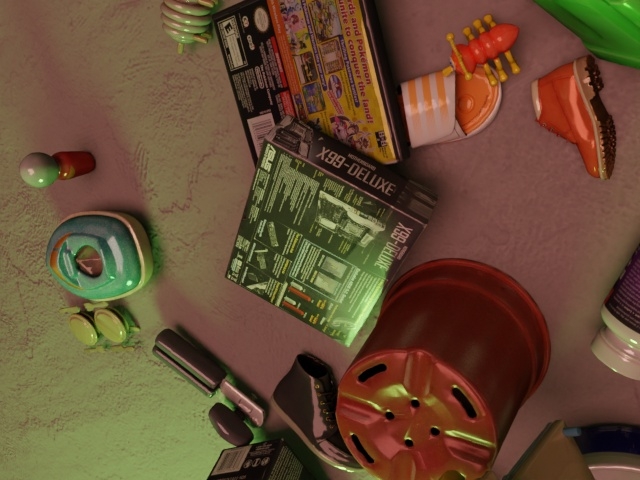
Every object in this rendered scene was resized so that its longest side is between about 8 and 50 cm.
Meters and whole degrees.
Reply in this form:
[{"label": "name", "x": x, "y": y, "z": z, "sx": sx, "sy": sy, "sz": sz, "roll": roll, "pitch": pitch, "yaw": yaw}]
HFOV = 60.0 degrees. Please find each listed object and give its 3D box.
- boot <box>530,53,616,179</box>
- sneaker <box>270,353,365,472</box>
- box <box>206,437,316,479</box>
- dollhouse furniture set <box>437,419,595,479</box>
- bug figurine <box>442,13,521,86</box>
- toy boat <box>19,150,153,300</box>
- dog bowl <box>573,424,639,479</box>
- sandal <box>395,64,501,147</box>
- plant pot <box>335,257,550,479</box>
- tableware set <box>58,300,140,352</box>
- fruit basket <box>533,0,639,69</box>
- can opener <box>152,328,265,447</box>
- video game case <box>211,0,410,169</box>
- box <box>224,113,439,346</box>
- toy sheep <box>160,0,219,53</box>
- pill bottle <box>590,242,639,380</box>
[{"label": "boot", "x": 0.327, "y": -0.148, "z": 0.716, "sx": 0.085, "sy": 0.059, "sz": 0.157, "roll": -13, "pitch": 99, "yaw": 43}, {"label": "sneaker", "x": 0.016, "y": 0.308, "z": 0.986, "sx": 0.222, "sy": 0.083, "sz": 0.118, "roll": 34, "pitch": 117, "yaw": 16}, {"label": "box", "x": -0.081, "y": 0.521, "z": 1.027, "sx": 0.165, "sy": 0.143, "sz": 0.270, "roll": -21, "pitch": 111, "yaw": 30}, {"label": "dollhouse furniture set", "x": 0.253, "y": 0.347, "z": 0.652, "sx": 0.198, "sy": 0.286, "sz": 0.303, "roll": -30, "pitch": 86, "yaw": 46}, {"label": "bug figurine", "x": 0.200, "y": -0.348, "z": 0.688, "sx": 0.216, "sy": 0.072, "sz": 0.278, "roll": -30, "pitch": 86, "yaw": 23}, {"label": "toy boat", "x": -0.483, "y": -0.024, "z": 1.106, "sx": 0.268, "sy": 0.148, "sz": 0.318, "roll": -11, "pitch": 100, "yaw": 29}, {"label": "dog bowl", "x": 0.433, "y": 0.402, "z": 0.779, "sx": 0.265, "sy": 0.104, "sz": 0.264, "roll": 7, "pitch": 107, "yaw": 25}, {"label": "sandal", "x": 0.123, "y": -0.174, "z": 0.794, "sx": 0.266, "sy": 0.076, "sz": 0.101, "roll": -11, "pitch": 99, "yaw": 29}, {"label": "plant pot", "x": 0.163, "y": 0.190, "z": 0.772, "sx": 0.273, "sy": 0.265, "sz": 0.272, "roll": 8, "pitch": 108, "yaw": 25}, {"label": "tableware set", "x": -0.491, "y": 0.186, "z": 1.237, "sx": 0.194, "sy": 0.039, "sz": 0.128, "roll": -11, "pitch": 111, "yaw": 35}, {"label": "fruit basket", "x": 0.443, "y": -0.329, "z": 0.526, "sx": 0.393, "sy": 0.283, "sz": 0.391, "roll": -7, "pitch": 120, "yaw": -13}, {"label": "can opener", "x": -0.227, "y": 0.286, "z": 1.100, "sx": 0.280, "sy": 0.093, "sz": 0.074, "roll": 39, "pitch": 130, "yaw": 11}, {"label": "video game case", "x": -0.019, "y": -0.225, "z": 0.797, "sx": 0.248, "sy": 0.035, "sz": 0.274, "roll": -7, "pitch": 104, "yaw": 33}, {"label": "box", "x": 0.000, "y": 0.000, "z": 0.836, "sx": 0.243, "sy": 0.076, "sz": 0.307, "roll": 28, "pitch": 134, "yaw": 5}, {"label": "toy sheep", "x": -0.219, "y": -0.369, "z": 0.909, "sx": 0.091, "sy": 0.091, "sz": 0.132, "roll": 30, "pitch": 121, "yaw": 17}, {"label": "pill bottle", "x": 0.426, "y": 0.076, "z": 0.695, "sx": 0.108, "sy": 0.108, "sz": 0.193, "roll": 28, "pitch": 115, "yaw": 18}]
